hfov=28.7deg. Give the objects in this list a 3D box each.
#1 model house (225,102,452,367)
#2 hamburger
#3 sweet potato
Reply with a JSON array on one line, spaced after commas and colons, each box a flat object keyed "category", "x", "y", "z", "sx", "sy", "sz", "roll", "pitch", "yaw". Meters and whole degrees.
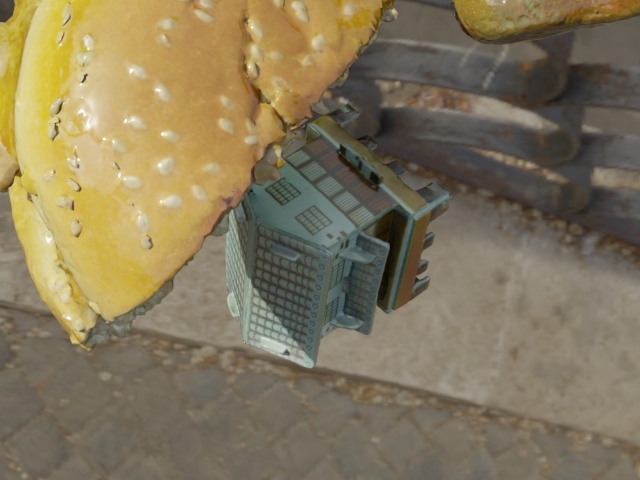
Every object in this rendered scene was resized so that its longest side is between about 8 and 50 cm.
[{"category": "model house", "x": 0.000, "y": 0.000, "z": 1.422, "sx": 0.215, "sy": 0.224, "sz": 0.198, "roll": -30, "pitch": 62, "yaw": -27}, {"category": "hamburger", "x": -0.136, "y": -0.151, "z": 1.053, "sx": 0.287, "sy": 0.268, "sz": 0.445, "roll": 38, "pitch": 70, "yaw": -10}, {"category": "sweet potato", "x": 0.235, "y": -0.218, "z": 1.125, "sx": 0.081, "sy": 0.233, "sz": 0.062, "roll": -37, "pitch": 119, "yaw": -67}]
